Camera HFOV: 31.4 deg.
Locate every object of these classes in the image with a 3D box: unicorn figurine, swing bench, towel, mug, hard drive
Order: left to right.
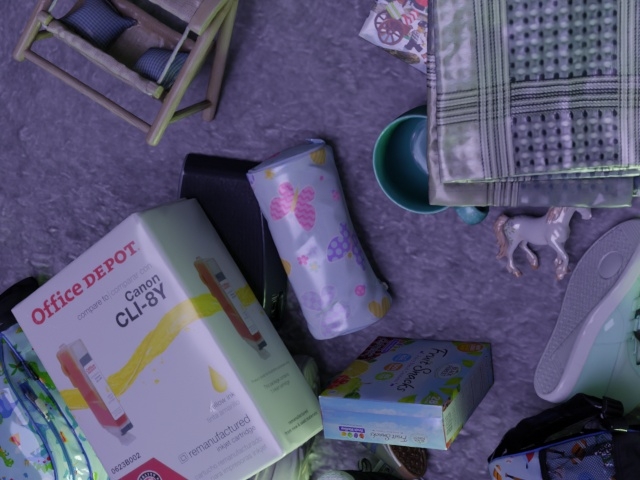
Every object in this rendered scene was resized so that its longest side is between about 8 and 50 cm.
[{"bbox_3d":[-0.243,-0.310,1.539,0.253,0.165,0.254,32,119,13],"label":"swing bench"},{"bbox_3d":[-0.135,0.007,1.670,0.172,0.054,0.254,9,113,23],"label":"hard drive"},{"bbox_3d":[0.147,-0.097,1.467,0.129,0.097,0.157,-6,107,27],"label":"mug"},{"bbox_3d":[0.290,-0.008,1.452,0.162,0.060,0.111,-2,107,27],"label":"unicorn figurine"},{"bbox_3d":[0.279,-0.188,1.331,0.312,0.056,0.324,-3,111,1],"label":"towel"}]

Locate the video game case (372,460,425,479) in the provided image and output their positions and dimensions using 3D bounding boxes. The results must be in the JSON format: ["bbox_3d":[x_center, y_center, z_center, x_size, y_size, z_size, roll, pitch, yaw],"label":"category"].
[{"bbox_3d":[0.118,0.415,1.723,0.143,0.019,0.157,37,120,9],"label":"video game case"}]

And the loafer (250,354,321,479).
[{"bbox_3d":[-0.068,0.308,1.719,0.111,0.112,0.319,15,116,11],"label":"loafer"}]

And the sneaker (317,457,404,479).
[{"bbox_3d":[0.103,0.435,1.630,0.101,0.153,0.268,-37,78,29],"label":"sneaker"}]

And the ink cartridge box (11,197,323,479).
[{"bbox_3d":[-0.215,0.175,1.606,0.279,0.160,0.384,-35,83,25],"label":"ink cartridge box"}]

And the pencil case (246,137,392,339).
[{"bbox_3d":[0.000,0.000,1.566,0.124,0.113,0.273,-22,99,4],"label":"pencil case"}]

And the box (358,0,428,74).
[{"bbox_3d":[0.184,-0.267,1.397,0.233,0.044,0.159,31,110,11],"label":"box"}]

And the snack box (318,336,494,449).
[{"bbox_3d":[0.120,0.200,1.528,0.175,0.207,0.070,1,109,27],"label":"snack box"}]

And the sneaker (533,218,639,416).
[{"bbox_3d":[0.387,0.104,1.450,0.151,0.094,0.255,21,99,-25],"label":"sneaker"}]

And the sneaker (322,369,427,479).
[{"bbox_3d":[0.075,0.272,1.670,0.086,0.064,0.192,-28,98,44],"label":"sneaker"}]

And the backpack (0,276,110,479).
[{"bbox_3d":[-0.480,0.291,1.856,0.290,0.273,0.355,-33,105,25],"label":"backpack"}]

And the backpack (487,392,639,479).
[{"bbox_3d":[0.352,0.323,1.437,0.263,0.277,0.213,-17,64,47],"label":"backpack"}]
